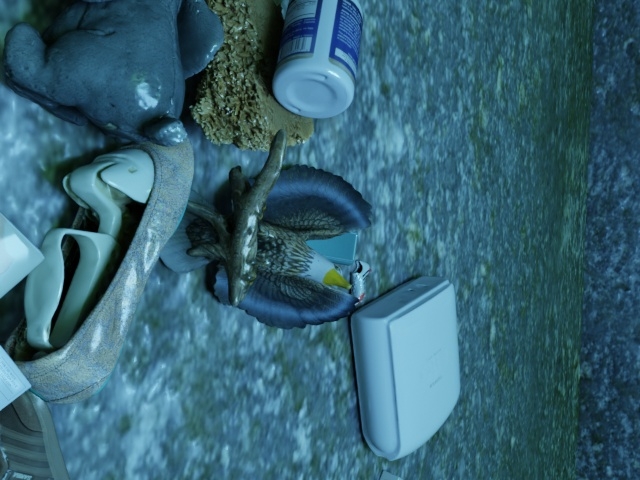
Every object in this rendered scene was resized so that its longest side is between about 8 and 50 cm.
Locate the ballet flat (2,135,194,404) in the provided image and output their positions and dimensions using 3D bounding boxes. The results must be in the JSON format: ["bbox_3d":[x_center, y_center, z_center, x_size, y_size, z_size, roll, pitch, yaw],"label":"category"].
[{"bbox_3d":[-0.207,-0.007,0.491,0.106,0.108,0.315,55,39,-56],"label":"ballet flat"}]

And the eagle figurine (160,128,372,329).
[{"bbox_3d":[-0.047,0.012,0.673,0.225,0.226,0.298,59,13,11],"label":"eagle figurine"}]

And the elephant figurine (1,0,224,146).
[{"bbox_3d":[-0.178,-0.222,0.475,0.186,0.169,0.239,24,84,-19],"label":"elephant figurine"}]

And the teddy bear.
[{"bbox_3d":[-0.107,-0.275,0.634,0.245,0.113,0.337,-37,113,-48],"label":"teddy bear"}]

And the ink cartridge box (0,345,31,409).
[{"bbox_3d":[-0.285,0.045,0.308,0.097,0.046,0.207,-43,124,-39],"label":"ink cartridge box"}]

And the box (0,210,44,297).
[{"bbox_3d":[-0.374,0.064,0.337,0.311,0.121,0.148,-54,130,-30],"label":"box"}]

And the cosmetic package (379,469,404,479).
[{"bbox_3d":[0.133,0.533,1.019,0.060,0.041,0.115,47,60,-40],"label":"cosmetic package"}]

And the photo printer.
[{"bbox_3d":[0.176,0.250,0.989,0.256,0.107,0.307,-19,108,-46],"label":"photo printer"}]

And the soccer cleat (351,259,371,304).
[{"bbox_3d":[0.066,0.075,0.909,0.036,0.029,0.083,36,64,-35],"label":"soccer cleat"}]

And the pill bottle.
[{"bbox_3d":[0.001,-0.240,0.601,0.094,0.094,0.169,32,59,-45],"label":"pill bottle"}]

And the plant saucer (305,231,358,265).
[{"bbox_3d":[0.000,0.000,0.833,0.192,0.018,0.067,12,85,-49],"label":"plant saucer"}]

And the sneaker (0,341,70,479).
[{"bbox_3d":[-0.296,0.192,0.481,0.071,0.066,0.188,-24,111,-42],"label":"sneaker"}]
